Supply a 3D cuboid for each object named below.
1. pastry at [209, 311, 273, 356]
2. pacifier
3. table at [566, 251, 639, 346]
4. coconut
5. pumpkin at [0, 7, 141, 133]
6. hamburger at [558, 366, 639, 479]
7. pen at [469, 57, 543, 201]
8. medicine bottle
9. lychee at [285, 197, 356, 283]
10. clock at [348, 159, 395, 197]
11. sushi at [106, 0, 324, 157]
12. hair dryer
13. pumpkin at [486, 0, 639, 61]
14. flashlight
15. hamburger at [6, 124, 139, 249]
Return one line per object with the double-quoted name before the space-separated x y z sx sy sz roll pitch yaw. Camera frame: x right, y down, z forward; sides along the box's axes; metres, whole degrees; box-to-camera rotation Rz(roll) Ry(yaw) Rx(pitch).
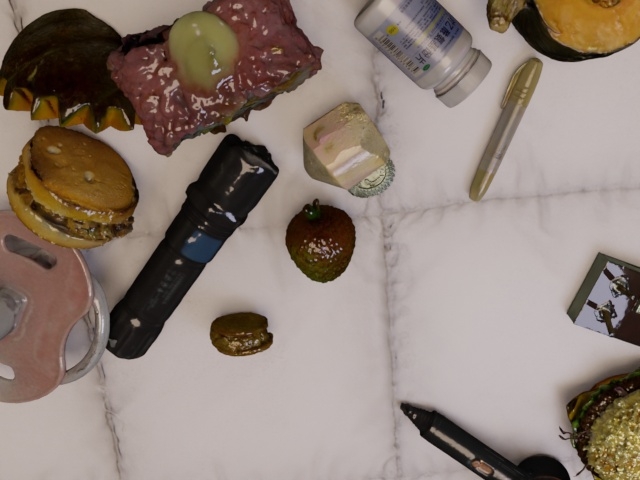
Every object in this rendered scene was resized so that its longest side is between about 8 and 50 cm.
"pastry" -0.129 0.153 1.195 0.109 0.097 0.057 -13 102 -30
"pacifier" -0.488 0.115 1.122 0.273 0.220 0.332 5 117 -50
"table" 0.547 0.127 1.177 0.240 0.111 0.121 18 108 -7
"coconut" 0.030 -0.135 1.079 0.122 0.116 0.116 -35 107 7
"pumpkin" -0.348 -0.245 1.030 0.254 0.130 0.149 10 111 -2
"hamburger" 0.544 0.334 1.239 0.262 0.138 0.243 -28 109 9
"pen" 0.276 -0.167 1.110 0.040 0.032 0.233 27 110 15
"medicine bottle" 0.146 -0.281 1.029 0.187 0.103 0.103 40 106 -13
"lychee" 0.000 0.000 1.129 0.114 0.114 0.146 -10 122 4
"clock" 0.076 -0.104 1.144 0.083 0.010 0.074 -17 109 6
"sushi" -0.139 -0.241 0.980 0.270 0.236 0.171 -26 98 7
"hair dryer" 0.282 0.394 1.257 0.352 0.189 0.107 32 106 3
"pumpkin" 0.298 -0.375 0.976 0.222 0.139 0.317 -40 107 11
"flashlight" -0.215 0.023 1.154 0.103 0.103 0.424 33 109 -11
"hamburger" -0.359 -0.067 1.075 0.191 0.182 0.118 30 124 -19
